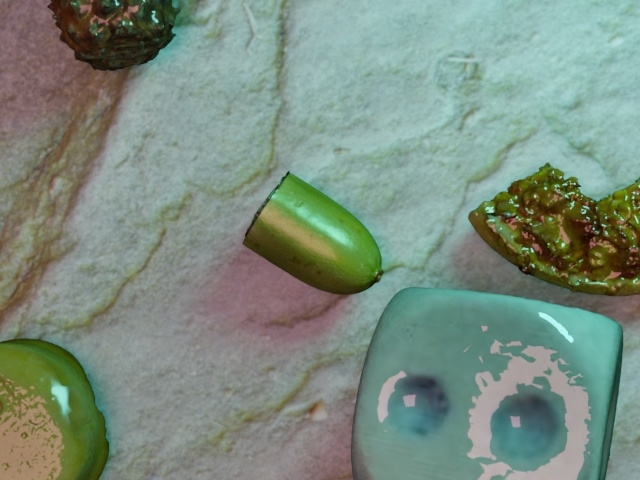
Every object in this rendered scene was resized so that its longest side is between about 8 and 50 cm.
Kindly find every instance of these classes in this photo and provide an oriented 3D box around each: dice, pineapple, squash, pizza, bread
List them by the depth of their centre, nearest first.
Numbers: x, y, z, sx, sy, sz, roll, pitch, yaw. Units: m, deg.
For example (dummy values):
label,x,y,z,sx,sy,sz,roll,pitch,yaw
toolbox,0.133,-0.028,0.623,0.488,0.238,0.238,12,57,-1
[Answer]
label,x,y,z,sx,sy,sz,roll,pitch,yaw
dice,0.198,0.201,1.045,0.263,0.268,0.264,8,84,21
pizza,0.337,-0.013,1.125,0.305,0.085,0.161,9,93,9
squash,0.000,0.000,1.179,0.187,0.123,0.123,31,98,5
pineapple,-0.302,-0.409,1.207,0.175,0.175,0.361,-22,79,11
bread,-0.431,0.268,1.251,0.270,0.148,0.270,0,81,-2
